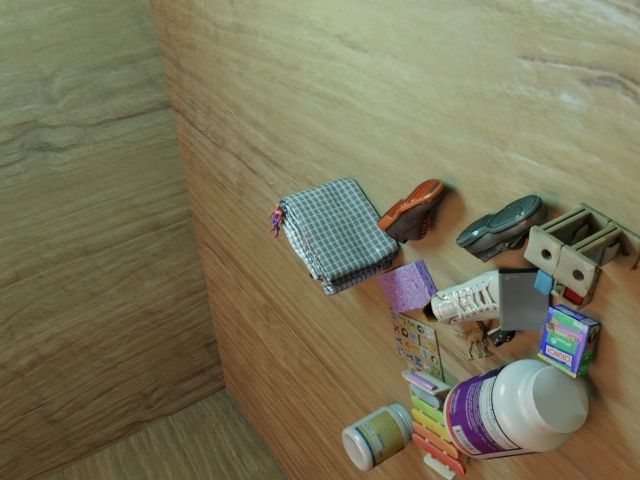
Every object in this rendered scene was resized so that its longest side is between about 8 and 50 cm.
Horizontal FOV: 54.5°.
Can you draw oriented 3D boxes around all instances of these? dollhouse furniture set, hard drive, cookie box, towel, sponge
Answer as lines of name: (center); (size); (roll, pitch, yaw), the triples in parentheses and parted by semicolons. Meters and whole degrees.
dollhouse furniture set: (0.432, 0.061, 1.054); (0.129, 0.129, 0.184); (43, 145, 41)
hard drive: (0.401, 0.116, 1.225); (0.022, 0.094, 0.135); (-66, -30, -60)
cookie box: (0.466, 0.188, 1.169); (0.092, 0.040, 0.107); (31, 121, 53)
towel: (0.046, -0.020, 1.639); (0.284, 0.235, 0.121); (58, 148, 19)
sponge: (0.228, 0.125, 1.634); (0.117, 0.031, 0.210); (66, 155, 3)

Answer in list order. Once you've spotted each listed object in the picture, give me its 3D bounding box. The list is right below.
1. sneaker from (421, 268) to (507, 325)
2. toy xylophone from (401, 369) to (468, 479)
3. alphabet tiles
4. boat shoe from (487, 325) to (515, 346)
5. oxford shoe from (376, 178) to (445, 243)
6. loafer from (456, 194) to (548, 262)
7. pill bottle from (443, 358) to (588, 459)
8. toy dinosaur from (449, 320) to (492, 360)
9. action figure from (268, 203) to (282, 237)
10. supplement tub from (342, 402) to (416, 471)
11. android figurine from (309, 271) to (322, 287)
sneaker: (0.324, 0.142, 1.353); (0.106, 0.123, 0.290); (66, 154, 6)
toy xylophone: (0.305, 0.491, 1.716); (0.236, 0.081, 0.323); (9, 121, 60)
alphabet tiles: (0.272, 0.321, 1.741); (0.198, 0.009, 0.237); (21, 129, 57)
boat shoe: (0.401, 0.194, 1.328); (0.042, 0.049, 0.133); (63, 162, 18)
oxford shoe: (0.228, -0.062, 1.433); (0.098, 0.097, 0.271); (46, 159, -2)
loafer: (0.363, -0.016, 1.202); (0.084, 0.096, 0.267); (47, 162, -3)
pill bottle: (0.403, 0.355, 1.302); (0.182, 0.181, 0.323); (61, 154, 12)
toy dinosaur: (0.362, 0.231, 1.454); (0.183, 0.053, 0.093); (115, 146, -73)
action figure: (-0.118, -0.055, 1.634); (0.038, 0.030, 0.115); (62, 151, 33)
supplement tub: (0.183, 0.608, 1.934); (0.144, 0.199, 0.144); (46, 148, 39)
android figurine: (0.000, 0.000, 1.810); (0.248, 0.056, 0.273); (49, -149, -51)
